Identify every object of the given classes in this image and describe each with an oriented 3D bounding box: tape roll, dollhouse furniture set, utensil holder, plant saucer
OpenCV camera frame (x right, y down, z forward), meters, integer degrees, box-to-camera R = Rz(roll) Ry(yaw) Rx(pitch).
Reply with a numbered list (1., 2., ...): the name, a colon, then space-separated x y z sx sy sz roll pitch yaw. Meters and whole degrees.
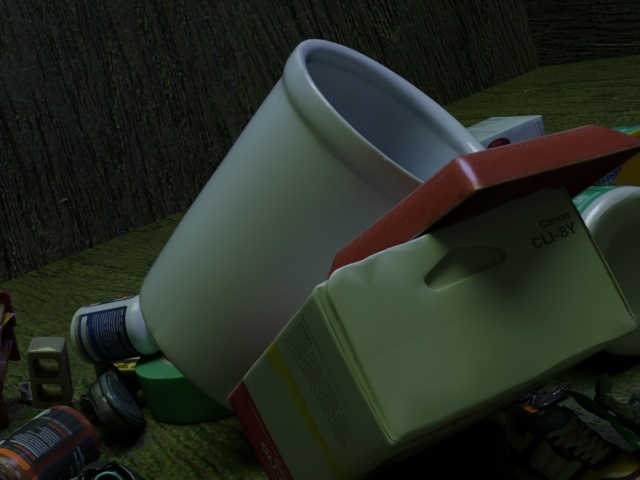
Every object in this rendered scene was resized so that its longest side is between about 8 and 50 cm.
1. tape roll: -0.118 0.173 1.908 0.321 0.077 0.321 -18 12 4
2. dollhouse furniture set: -0.453 0.194 2.111 0.374 0.152 0.201 -2 31 -3
3. utensil holder: 0.000 0.000 1.579 0.385 0.327 0.327 -53 -2 22
4. plant saucer: 0.150 -0.031 1.228 0.258 0.048 0.259 -15 -15 -40

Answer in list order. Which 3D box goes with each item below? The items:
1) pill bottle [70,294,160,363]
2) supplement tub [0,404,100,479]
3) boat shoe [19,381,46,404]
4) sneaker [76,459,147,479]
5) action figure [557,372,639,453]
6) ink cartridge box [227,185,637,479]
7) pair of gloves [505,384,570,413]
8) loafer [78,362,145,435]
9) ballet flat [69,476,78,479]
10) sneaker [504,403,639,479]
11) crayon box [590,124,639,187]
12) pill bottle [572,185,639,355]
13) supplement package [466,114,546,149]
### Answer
1. pill bottle: -0.290 0.133 1.925 0.169 0.094 0.094 -12 13 28
2. supplement tub: -0.385 0.302 1.647 0.106 0.106 0.198 -11 14 32
3. boat shoe: -0.491 0.259 2.165 0.035 0.035 0.100 -26 14 -32
4. sneaker: -0.228 0.290 1.425 0.101 0.106 0.267 -23 18 -17
5. action figure: 0.333 0.185 1.146 0.137 0.063 0.232 22 4 -25
6. ink cartridge box: 0.093 0.124 1.263 0.279 0.160 0.385 -22 -14 -22
7. pair of gloves: 0.247 0.182 1.475 0.074 0.010 0.083 -23 14 -24
8. loafer: -0.319 0.251 1.871 0.084 0.096 0.267 -39 7 -4
9. ballet flat: -0.321 0.336 1.531 0.168 0.057 0.052 -27 -14 -46
10. sneaker: 0.243 0.203 1.205 0.069 0.084 0.185 -26 14 -32
11. crayon box: 0.409 -0.058 1.947 0.278 0.165 0.081 -24 13 -26
12. pill bottle: 0.287 0.031 1.626 0.204 0.204 0.361 -24 14 -28
13. supplement package: 0.297 -0.100 2.231 0.203 0.194 0.149 -25 14 -25
